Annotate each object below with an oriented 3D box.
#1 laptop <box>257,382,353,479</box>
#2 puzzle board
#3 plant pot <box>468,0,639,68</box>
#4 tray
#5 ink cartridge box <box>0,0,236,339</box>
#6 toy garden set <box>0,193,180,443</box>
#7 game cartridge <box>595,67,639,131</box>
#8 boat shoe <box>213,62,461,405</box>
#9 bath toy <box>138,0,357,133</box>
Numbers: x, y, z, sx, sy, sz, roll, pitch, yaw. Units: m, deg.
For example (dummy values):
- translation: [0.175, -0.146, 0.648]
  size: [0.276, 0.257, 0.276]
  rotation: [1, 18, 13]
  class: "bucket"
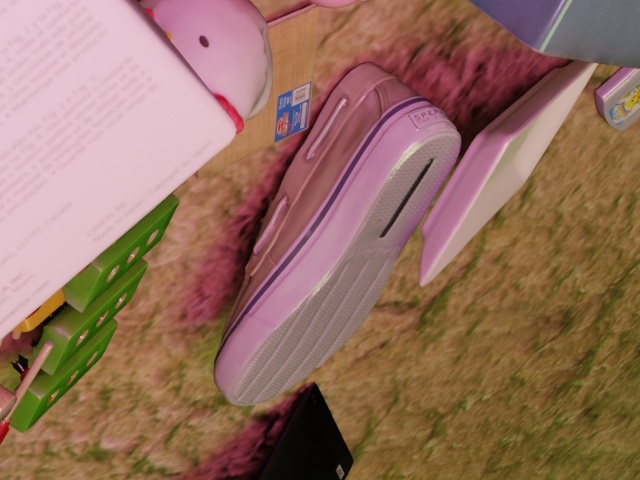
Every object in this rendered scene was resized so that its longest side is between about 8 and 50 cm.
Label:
- translation: [-0.103, 0.270, 1.574]
  size: [0.264, 0.137, 0.234]
  rotation: [-12, 151, 6]
  class: "laptop"
- translation: [-0.047, -0.103, 1.093]
  size: [0.096, 0.011, 0.128]
  rotation: [-27, 151, -22]
  class: "puzzle board"
- translation: [0.185, -0.252, 0.989]
  size: [0.165, 0.166, 0.234]
  rotation: [-1, 128, -48]
  class: "plant pot"
- translation: [0.148, -0.068, 1.251]
  size: [0.145, 0.030, 0.270]
  rotation: [-60, 170, 30]
  class: "tray"
- translation: [-0.247, -0.059, 0.648]
  size: [0.308, 0.091, 0.385]
  rotation: [-40, 143, 2]
  class: "ink cartridge box"
- translation: [-0.181, 0.041, 1.056]
  size: [0.204, 0.049, 0.244]
  rotation: [-48, 171, -51]
  class: "toy garden set"
- translation: [0.278, -0.129, 1.424]
  size: [0.056, 0.017, 0.083]
  rotation: [-39, 152, 9]
  class: "game cartridge"
- translation: [0.000, 0.000, 1.208]
  size: [0.109, 0.094, 0.302]
  rotation: [1, 131, -48]
  class: "boat shoe"
- translation: [0.004, -0.194, 0.898]
  size: [0.151, 0.129, 0.348]
  rotation: [35, 107, -25]
  class: "bath toy"
